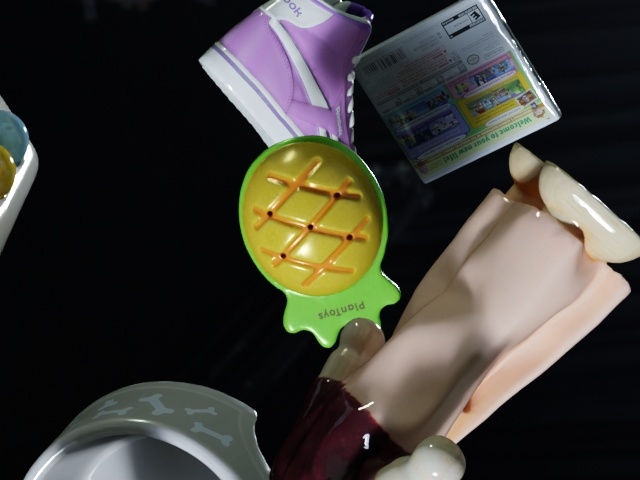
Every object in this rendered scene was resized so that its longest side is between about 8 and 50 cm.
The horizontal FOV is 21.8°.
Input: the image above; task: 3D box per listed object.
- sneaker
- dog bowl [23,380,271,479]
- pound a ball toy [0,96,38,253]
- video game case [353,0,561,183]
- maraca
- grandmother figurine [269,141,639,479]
[{"bbox_3d":[0.011,-0.143,1.634,0.161,0.102,0.282,-45,-35,-4],"label":"sneaker"},{"bbox_3d":[-0.167,0.324,1.711,0.102,0.349,0.348,-16,-79,-67],"label":"dog bowl"},{"bbox_3d":[-0.341,-0.063,1.384,0.208,0.136,0.319,59,-168,-20],"label":"pound a ball toy"},{"bbox_3d":[0.171,-0.195,2.132,0.193,0.212,0.023,56,-150,-14],"label":"video game case"},{"bbox_3d":[0.000,0.000,1.442,0.099,0.127,0.185,-60,-47,-78],"label":"maraca"},{"bbox_3d":[0.038,0.106,0.935,0.104,0.342,0.208,40,-176,-7],"label":"grandmother figurine"}]
